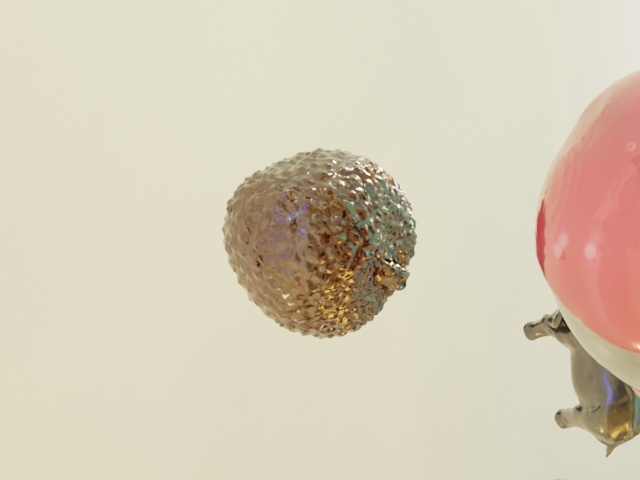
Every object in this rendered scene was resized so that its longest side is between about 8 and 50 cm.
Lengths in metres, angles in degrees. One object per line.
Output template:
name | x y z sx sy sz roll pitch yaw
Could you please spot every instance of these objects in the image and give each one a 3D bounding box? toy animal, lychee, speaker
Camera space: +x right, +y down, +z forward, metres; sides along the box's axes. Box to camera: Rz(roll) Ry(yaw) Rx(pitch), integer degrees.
toy animal | 0.308 0.114 1.256 0.146 0.115 0.245 128 120 -75
lychee | 0.000 0.000 1.494 0.260 0.261 0.260 -26 -58 -53
speaker | 0.307 -0.005 0.892 0.294 0.294 0.294 -26 -58 -53

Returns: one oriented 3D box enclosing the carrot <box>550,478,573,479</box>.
carrot | 0.242 0.212 0.851 0.216 0.048 0.048 12 -90 -27
